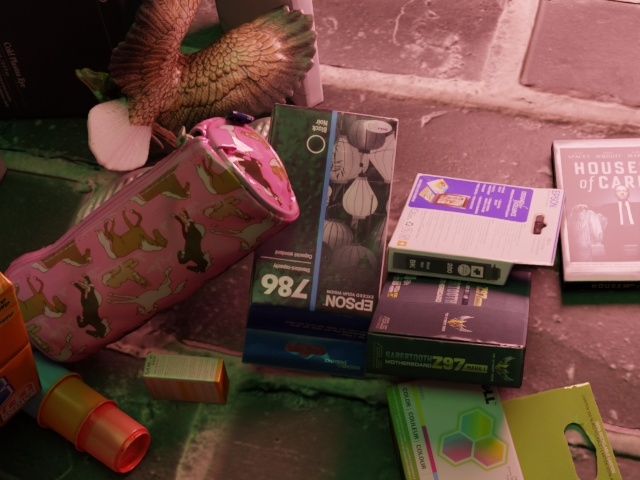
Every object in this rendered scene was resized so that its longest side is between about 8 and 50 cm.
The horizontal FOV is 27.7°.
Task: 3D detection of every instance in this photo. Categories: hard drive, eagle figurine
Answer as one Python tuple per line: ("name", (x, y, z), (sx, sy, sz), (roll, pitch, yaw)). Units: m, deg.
("hard drive", (-0.090, -0.372, 1.827), (0.047, 0.353, 0.233), (-32, 58, -17))
("eagle figurine", (-0.187, -0.241, 1.716), (0.298, 0.226, 0.225), (-26, 84, 34))

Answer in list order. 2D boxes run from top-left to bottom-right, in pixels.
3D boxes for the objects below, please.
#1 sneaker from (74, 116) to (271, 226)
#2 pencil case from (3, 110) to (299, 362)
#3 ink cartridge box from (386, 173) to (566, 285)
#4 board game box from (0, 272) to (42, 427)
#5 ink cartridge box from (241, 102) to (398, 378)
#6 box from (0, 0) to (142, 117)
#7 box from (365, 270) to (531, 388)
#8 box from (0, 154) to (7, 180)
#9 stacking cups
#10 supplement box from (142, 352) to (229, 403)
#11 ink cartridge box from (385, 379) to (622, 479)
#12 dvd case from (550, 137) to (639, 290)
("sneaker", (-0.164, -0.044, 1.751), (0.321, 0.127, 0.126), (-23, 53, 1))
("pencil case", (-0.214, 0.003, 1.585), (0.386, 0.160, 0.167), (-35, 84, 22))
("ink cartridge box", (0.207, -0.014, 1.689), (0.208, 0.045, 0.206), (6, 31, 13))
("board game box", (-0.566, 0.112, 1.397), (0.356, 0.356, 0.356), (41, 68, 12))
("ink cartridge box", (0.000, 0.000, 1.639), (0.165, 0.065, 0.332), (6, 81, -5))
("box", (-0.412, -0.351, 1.855), (0.312, 0.343, 0.179), (0, 54, 6))
("box", (0.162, 0.097, 1.584), (0.183, 0.059, 0.232), (6, 22, 10))
("box", (-0.571, -0.088, 1.824), (0.181, 0.119, 0.182), (13, 58, 14))
("stacking cups", (-0.350, 0.178, 1.628), (0.316, 0.096, 0.096), (27, 62, 23))
("supplement box", (-0.168, 0.174, 1.632), (0.098, 0.062, 0.036), (4, 56, 8))
("ink cartridge box", (0.219, 0.246, 1.520), (0.255, 0.097, 0.189), (-11, 54, -1))
("dvd case", (0.407, -0.038, 1.740), (0.179, 0.029, 0.238), (-1, 56, 5))
